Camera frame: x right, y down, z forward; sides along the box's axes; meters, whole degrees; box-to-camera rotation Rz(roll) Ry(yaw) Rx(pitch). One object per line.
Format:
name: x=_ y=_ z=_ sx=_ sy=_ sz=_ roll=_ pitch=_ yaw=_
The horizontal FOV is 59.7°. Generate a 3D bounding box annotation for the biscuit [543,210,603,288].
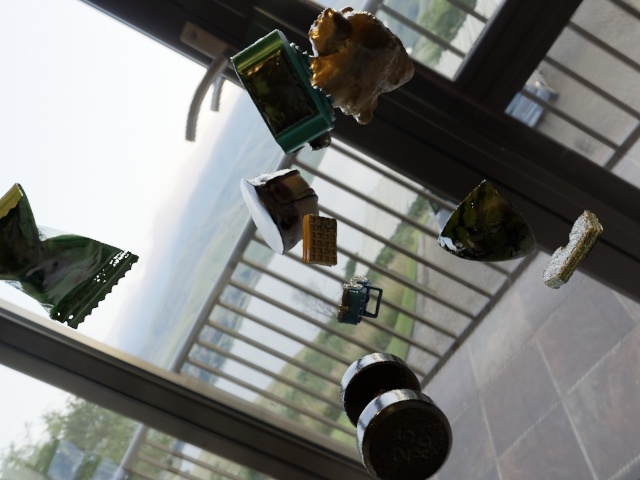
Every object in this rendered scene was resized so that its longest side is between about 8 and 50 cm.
biscuit: x=0.727 y=0.037 z=1.624 sx=0.147 sy=0.046 sz=0.250 roll=-57 pitch=-10 yaw=-58

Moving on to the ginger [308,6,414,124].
ginger: x=0.043 y=-0.325 z=1.060 sx=0.270 sy=0.218 sz=0.123 roll=-41 pitch=16 yaw=-29

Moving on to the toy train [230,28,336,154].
toy train: x=-0.050 y=-0.226 z=0.869 sx=0.107 sy=0.197 sz=0.154 roll=-28 pitch=8 yaw=14

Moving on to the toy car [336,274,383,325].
toy car: x=0.106 y=0.160 z=1.468 sx=0.191 sy=0.100 sz=0.097 roll=-31 pitch=-47 yaw=-73

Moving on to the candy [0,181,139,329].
candy: x=-0.652 y=0.054 z=1.329 sx=0.263 sy=0.398 sz=0.172 roll=-43 pitch=45 yaw=3

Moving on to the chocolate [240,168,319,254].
chocolate: x=-0.112 y=-0.112 z=1.775 sx=0.186 sy=0.283 sz=0.283 roll=-30 pitch=1 yaw=-15

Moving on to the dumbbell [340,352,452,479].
dumbbell: x=0.123 y=0.304 z=0.977 sx=0.152 sy=0.153 sz=0.218 roll=-62 pitch=12 yaw=5

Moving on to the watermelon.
watermelon: x=0.255 y=-0.017 z=0.828 sx=0.125 sy=0.135 sz=0.094 roll=-60 pitch=1 yaw=27

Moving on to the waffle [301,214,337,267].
waffle: x=0.000 y=0.000 z=1.621 sx=0.042 sy=0.103 sz=0.148 roll=148 pitch=126 yaw=-62
